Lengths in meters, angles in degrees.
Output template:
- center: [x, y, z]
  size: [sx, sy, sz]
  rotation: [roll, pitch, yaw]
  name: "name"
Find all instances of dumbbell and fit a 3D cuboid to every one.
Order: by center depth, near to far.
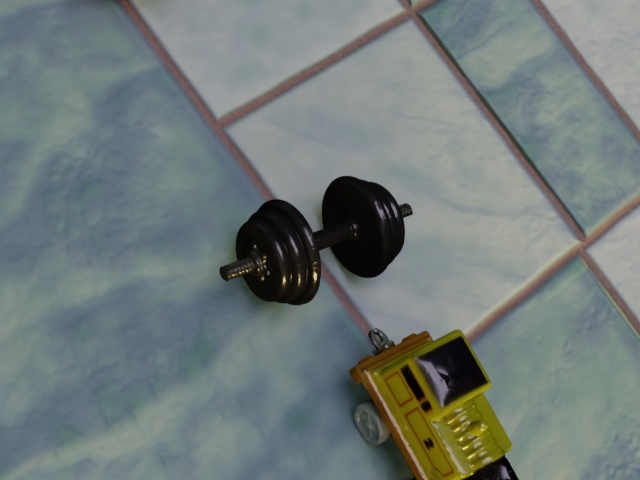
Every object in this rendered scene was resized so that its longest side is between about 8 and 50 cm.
- center: [0.000, 0.000, 1.215]
  size: [0.208, 0.099, 0.099]
  rotation: [-19, 78, -32]
  name: "dumbbell"

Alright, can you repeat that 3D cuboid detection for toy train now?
- center: [0.108, 0.167, 1.180]
  size: [0.089, 0.127, 0.219]
  rotation: [-23, 79, -31]
  name: "toy train"
